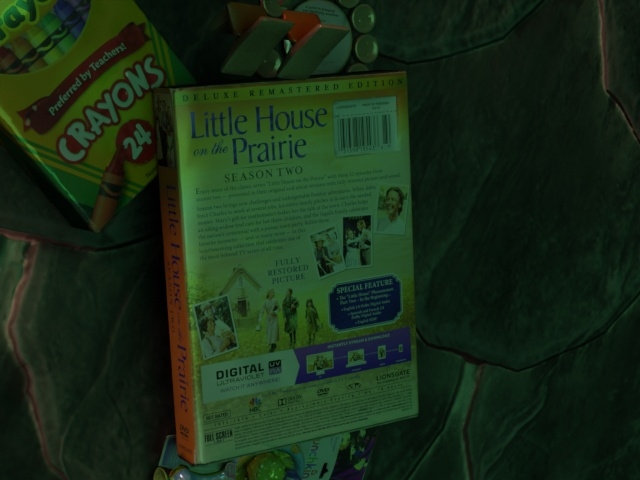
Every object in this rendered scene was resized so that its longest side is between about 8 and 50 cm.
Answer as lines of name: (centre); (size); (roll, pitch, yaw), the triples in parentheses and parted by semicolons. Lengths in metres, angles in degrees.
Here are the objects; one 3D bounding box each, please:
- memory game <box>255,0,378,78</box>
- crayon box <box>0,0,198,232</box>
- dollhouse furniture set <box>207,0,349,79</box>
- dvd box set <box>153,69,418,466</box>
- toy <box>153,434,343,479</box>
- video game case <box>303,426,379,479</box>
memory game: (-0.006, -0.245, 1.636); (0.186, 0.012, 0.186); (-4, 98, -31)
crayon box: (-0.280, -0.190, 1.427); (0.202, 0.081, 0.318); (-48, 117, -18)
dollhouse furniture set: (-0.102, -0.322, 1.408); (0.259, 0.135, 0.262); (1, 61, -38)
dvd box set: (-0.032, 0.023, 1.529); (0.307, 0.062, 0.420); (-9, 102, -31)
toy: (-0.082, 0.293, 1.597); (0.237, 0.056, 0.137); (3, 119, -26)
video game case: (-0.015, 0.180, 1.665); (0.232, 0.042, 0.210); (21, 87, -33)
